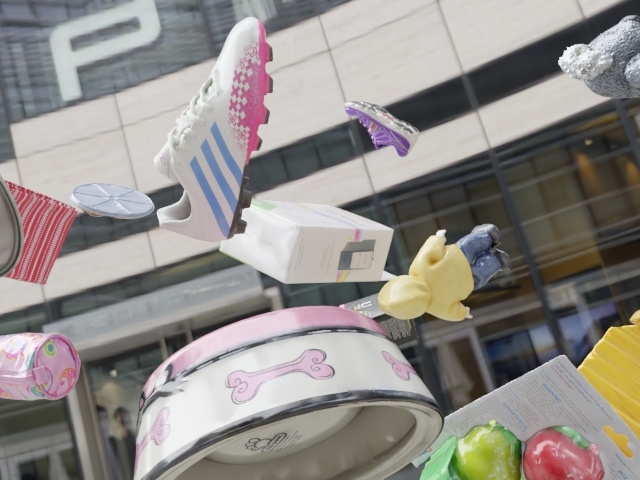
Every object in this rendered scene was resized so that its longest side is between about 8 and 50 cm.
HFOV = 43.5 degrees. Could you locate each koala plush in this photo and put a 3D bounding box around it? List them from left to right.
[{"bbox_3d":[0.497,-0.271,1.237,0.221,0.204,0.196,9,9,43],"label":"koala plush"}]

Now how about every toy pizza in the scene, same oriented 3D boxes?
[{"bbox_3d":[-0.506,-0.089,1.948,0.201,0.201,0.032,-4,-62,-41],"label":"toy pizza"}]

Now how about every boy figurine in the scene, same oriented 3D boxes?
[{"bbox_3d":[0.233,0.077,1.511,0.285,0.177,0.092,-29,11,-26],"label":"boy figurine"}]

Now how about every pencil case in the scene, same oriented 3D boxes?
[{"bbox_3d":[-0.570,0.228,1.430,0.284,0.124,0.124,-5,-8,24],"label":"pencil case"}]

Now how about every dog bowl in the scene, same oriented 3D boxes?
[{"bbox_3d":[-0.054,0.235,1.048,0.407,0.150,0.408,-14,-31,-9],"label":"dog bowl"}]

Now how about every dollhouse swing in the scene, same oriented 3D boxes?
[{"bbox_3d":[0.639,0.290,1.549,0.347,0.315,0.305,-49,-30,-9],"label":"dollhouse swing"}]

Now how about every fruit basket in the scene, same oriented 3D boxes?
[{"bbox_3d":[0.339,0.360,1.237,0.353,0.327,0.165,-41,4,31],"label":"fruit basket"}]

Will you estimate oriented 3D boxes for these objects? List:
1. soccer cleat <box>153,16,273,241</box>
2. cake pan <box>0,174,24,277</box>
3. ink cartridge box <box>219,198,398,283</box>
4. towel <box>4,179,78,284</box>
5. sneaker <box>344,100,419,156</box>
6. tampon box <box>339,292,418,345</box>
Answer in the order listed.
[{"bbox_3d":[-0.155,-0.149,1.123,0.143,0.331,0.116,5,23,-16],"label":"soccer cleat"},{"bbox_3d":[-0.539,-0.049,1.081,0.293,0.293,0.054,-27,20,38],"label":"cake pan"},{"bbox_3d":[0.000,0.000,1.639,0.207,0.119,0.353,23,14,40],"label":"ink cartridge box"},{"bbox_3d":[-0.644,-0.011,1.727,0.031,0.199,0.275,22,-3,22],"label":"towel"},{"bbox_3d":[0.108,-0.216,1.550,0.068,0.170,0.071,-10,-49,-52],"label":"sneaker"},{"bbox_3d":[0.144,0.204,2.001,0.160,0.102,0.120,-19,22,-3],"label":"tampon box"}]
